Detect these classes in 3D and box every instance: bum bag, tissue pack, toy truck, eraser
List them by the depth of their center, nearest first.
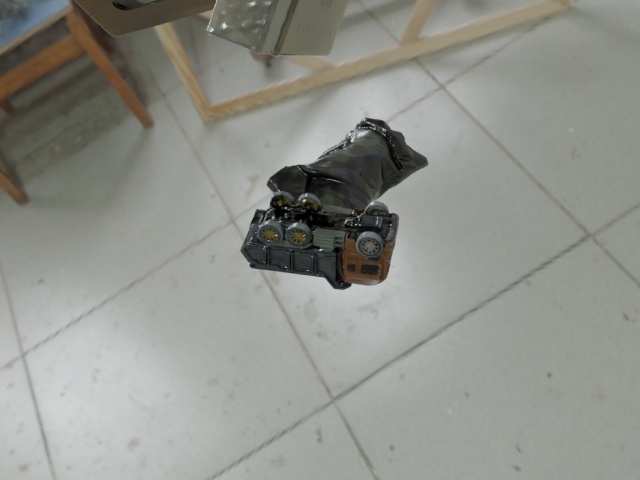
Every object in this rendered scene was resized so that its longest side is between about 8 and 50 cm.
[{"bbox_3d":[-0.034,-0.300,1.123,0.078,0.343,0.144,23,106,7],"label":"eraser"},{"bbox_3d":[0.000,0.000,1.172,0.192,0.092,0.083,7,36,7],"label":"toy truck"},{"bbox_3d":[0.053,-0.103,1.395,0.144,0.095,0.340,27,31,16],"label":"bum bag"},{"bbox_3d":[-0.276,-0.459,1.529,0.246,0.159,0.135,-12,67,17],"label":"tissue pack"}]
